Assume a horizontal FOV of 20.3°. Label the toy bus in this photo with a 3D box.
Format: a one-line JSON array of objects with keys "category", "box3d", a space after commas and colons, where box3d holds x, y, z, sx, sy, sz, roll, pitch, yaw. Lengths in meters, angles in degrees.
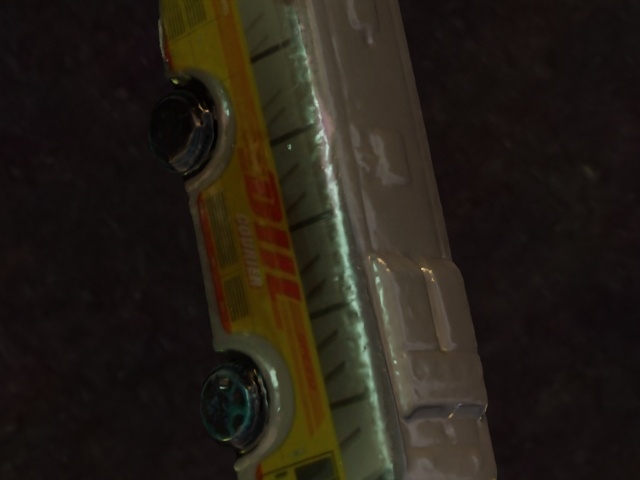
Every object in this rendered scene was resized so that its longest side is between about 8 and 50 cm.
[{"category": "toy bus", "box3d": [0.000, 0.000, 0.758, 0.106, 0.268, 0.092, -21, 163, 37]}]
